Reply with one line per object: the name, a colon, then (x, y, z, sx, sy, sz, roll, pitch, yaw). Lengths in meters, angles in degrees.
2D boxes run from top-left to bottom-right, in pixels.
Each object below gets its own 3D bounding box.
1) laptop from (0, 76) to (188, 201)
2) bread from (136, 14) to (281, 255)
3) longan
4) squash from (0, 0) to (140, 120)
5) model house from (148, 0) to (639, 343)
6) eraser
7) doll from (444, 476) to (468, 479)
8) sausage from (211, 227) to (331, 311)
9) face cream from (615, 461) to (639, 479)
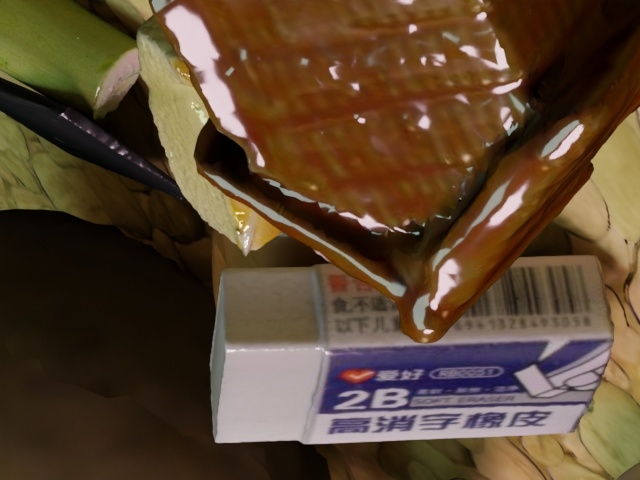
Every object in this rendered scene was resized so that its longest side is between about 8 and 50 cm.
laptop: (-0.176, -0.074, 1.317, 0.135, 0.016, 0.197, 35, 173, -36)
bread: (0.002, -0.095, 0.920, 0.068, 0.188, 0.125, 28, 147, 39)
longan: (-0.182, 0.195, 1.357, 0.404, 0.404, 0.436, 9, 108, 52)
squash: (-0.220, -0.159, 1.289, 0.250, 0.083, 0.083, 34, 149, 23)
model house: (0.060, -0.101, 0.793, 0.219, 0.199, 0.229, 5, 133, 36)
eraser: (0.046, 0.063, 1.044, 0.124, 0.210, 0.068, 102, 164, -60)
doll: (0.068, 0.290, 1.255, 0.158, 0.246, 0.340, 55, 163, 25)
sausage: (-0.001, 0.000, 1.119, 0.136, 0.120, 0.241, 52, 156, 22)
face cream: (0.259, 0.230, 1.047, 0.251, 0.101, 0.101, 35, 149, 27)
